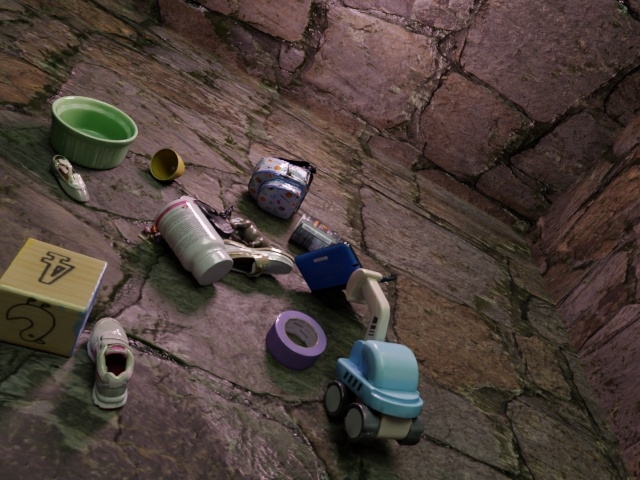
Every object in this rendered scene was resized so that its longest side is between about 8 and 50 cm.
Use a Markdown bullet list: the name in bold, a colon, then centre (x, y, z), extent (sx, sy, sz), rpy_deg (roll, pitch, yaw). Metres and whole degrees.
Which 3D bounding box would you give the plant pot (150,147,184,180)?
- **plant pot**: centre (-0.619, -0.304, 2.007), extent (0.134, 0.134, 0.095), rpy_deg (43, 7, 17)

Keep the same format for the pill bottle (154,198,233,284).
- **pill bottle**: centre (-0.432, 0.005, 1.667), extent (0.160, 0.160, 0.283), rpy_deg (-13, 58, -51)

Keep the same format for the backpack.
- **backpack**: centre (-0.194, -0.242, 2.196), extent (0.264, 0.276, 0.213), rpy_deg (25, 44, -7)

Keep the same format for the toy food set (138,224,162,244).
- **toy food set**: centre (-0.585, -0.030, 1.723), extent (0.078, 0.019, 0.122), rpy_deg (36, 30, 5)

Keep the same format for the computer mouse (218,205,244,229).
- **computer mouse**: centre (-0.329, -0.072, 2.004), extent (0.193, 0.042, 0.106), rpy_deg (39, 29, 10)

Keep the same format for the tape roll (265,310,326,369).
- **tape roll**: centre (-0.081, 0.331, 1.613), extent (0.189, 0.080, 0.188), rpy_deg (23, 32, -15)

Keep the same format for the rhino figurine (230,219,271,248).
- **rhino figurine**: centre (-0.251, 0.014, 1.915), extent (0.243, 0.073, 0.106), rpy_deg (49, 39, 2)

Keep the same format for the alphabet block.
- **alphabet block**: centre (-0.678, 0.143, 1.215), extent (0.197, 0.192, 0.193), rpy_deg (20, 30, -19)

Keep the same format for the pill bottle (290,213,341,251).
- **pill bottle**: centre (0.000, 0.000, 2.123), extent (0.246, 0.130, 0.130), rpy_deg (33, 30, -1)

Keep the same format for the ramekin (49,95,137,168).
- **ramekin**: centre (-0.881, -0.410, 1.870), extent (0.304, 0.148, 0.303), rpy_deg (24, 31, -15)

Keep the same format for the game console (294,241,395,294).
- **game console**: centre (0.090, 0.108, 1.859), extent (0.173, 0.293, 0.250), rpy_deg (-41, 107, -44)

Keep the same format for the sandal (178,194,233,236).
- **sandal**: centre (-0.449, -0.111, 1.935), extent (0.255, 0.054, 0.097), rpy_deg (33, 30, 1)

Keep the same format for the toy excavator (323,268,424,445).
- **toy excavator**: centre (0.178, 0.346, 1.521), extent (0.223, 0.444, 0.433), rpy_deg (16, 4, -27)

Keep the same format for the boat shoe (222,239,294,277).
- **boat shoe**: centre (-0.243, 0.087, 1.798), extent (0.303, 0.113, 0.103), rpy_deg (11, 36, -15)

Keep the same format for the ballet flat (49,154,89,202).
- **ballet flat**: centre (-0.870, -0.219, 1.681), extent (0.213, 0.068, 0.072), rpy_deg (45, 32, 19)

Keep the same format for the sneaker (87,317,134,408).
- **sneaker**: centre (-0.521, 0.288, 1.227), extent (0.103, 0.111, 0.252), rpy_deg (7, 39, -38)
